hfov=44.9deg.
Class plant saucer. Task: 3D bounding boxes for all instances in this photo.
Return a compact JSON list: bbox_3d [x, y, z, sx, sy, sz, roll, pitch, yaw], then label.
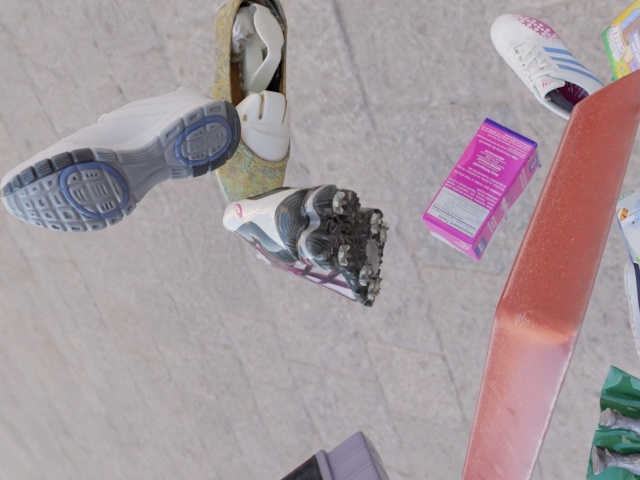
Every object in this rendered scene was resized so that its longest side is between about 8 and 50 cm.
[{"bbox_3d":[0.159,0.045,0.543,0.047,0.258,0.259,17,139,19],"label":"plant saucer"}]

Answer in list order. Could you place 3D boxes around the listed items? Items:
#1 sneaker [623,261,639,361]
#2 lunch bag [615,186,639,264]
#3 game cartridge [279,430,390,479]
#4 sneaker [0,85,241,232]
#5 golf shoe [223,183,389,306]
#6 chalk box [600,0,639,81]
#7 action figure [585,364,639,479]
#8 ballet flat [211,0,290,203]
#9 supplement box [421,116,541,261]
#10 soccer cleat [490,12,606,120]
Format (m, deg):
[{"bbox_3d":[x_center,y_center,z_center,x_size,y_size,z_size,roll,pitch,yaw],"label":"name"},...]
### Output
[{"bbox_3d":[0.613,0.147,1.405,0.094,0.090,0.235,-9,105,13],"label":"sneaker"},{"bbox_3d":[0.734,0.011,1.552,0.115,0.243,0.304,-37,61,54],"label":"lunch bag"},{"bbox_3d":[-0.057,0.404,0.947,0.068,0.355,0.230,51,-176,-28],"label":"game cartridge"},{"bbox_3d":[-0.248,-0.105,0.954,0.129,0.297,0.111,40,146,44],"label":"sneaker"},{"bbox_3d":[0.000,0.000,0.848,0.120,0.105,0.273,6,165,22],"label":"golf shoe"},{"bbox_3d":[0.622,-0.362,1.435,0.213,0.132,0.132,131,131,-66],"label":"chalk box"},{"bbox_3d":[0.373,0.207,0.709,0.232,0.063,0.137,11,97,9],"label":"action figure"},{"bbox_3d":[-0.089,-0.205,1.074,0.123,0.123,0.349,136,135,-57],"label":"ballet flat"},{"bbox_3d":[0.293,-0.090,1.403,0.113,0.220,0.111,33,177,25],"label":"supplement box"},{"bbox_3d":[0.481,-0.374,1.666,0.331,0.143,0.116,45,135,18],"label":"soccer cleat"}]
